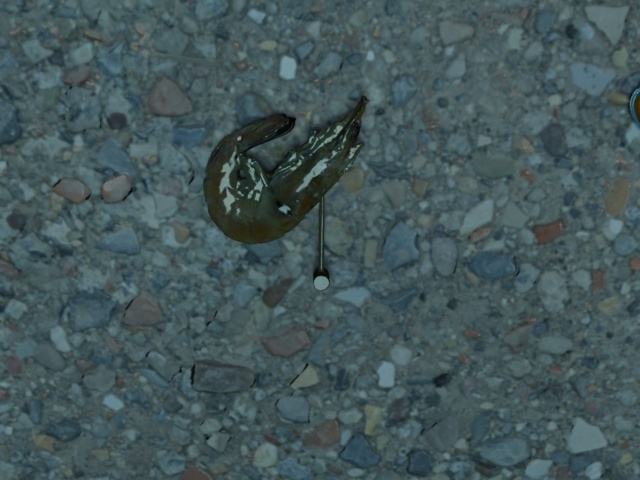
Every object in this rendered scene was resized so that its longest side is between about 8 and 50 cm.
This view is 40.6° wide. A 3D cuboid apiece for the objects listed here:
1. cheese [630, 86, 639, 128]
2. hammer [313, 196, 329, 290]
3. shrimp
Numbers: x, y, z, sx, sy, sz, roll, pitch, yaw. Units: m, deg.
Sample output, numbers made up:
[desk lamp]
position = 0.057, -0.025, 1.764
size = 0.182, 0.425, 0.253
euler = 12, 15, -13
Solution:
[cheese]
position = 0.367, -0.124, 0.941
size = 0.047, 0.017, 0.111
euler = -19, 110, 10
[hammer]
position = 0.000, 0.000, 0.985
size = 0.019, 0.035, 0.110
euler = -1, 102, 0
[shrimp]
position = -0.040, -0.089, 0.943
size = 0.126, 0.047, 0.223
euler = 45, 106, -5
